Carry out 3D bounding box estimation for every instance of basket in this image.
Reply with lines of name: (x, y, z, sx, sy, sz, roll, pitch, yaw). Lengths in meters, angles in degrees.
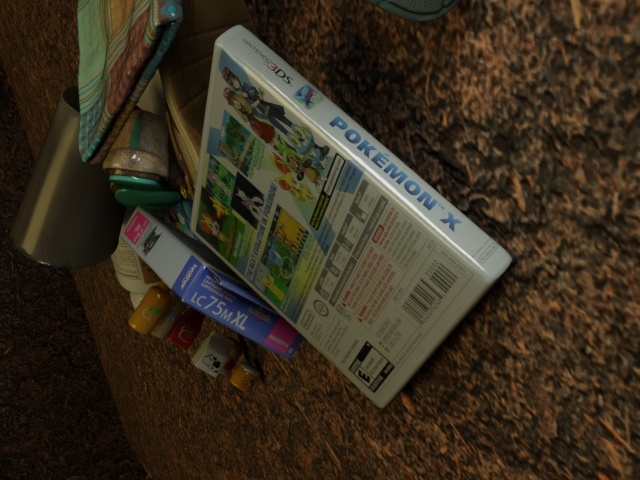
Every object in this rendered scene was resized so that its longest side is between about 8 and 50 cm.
basket: (-0.353, -0.102, 1.308, 0.154, 0.204, 0.227, 26, 114, 3)

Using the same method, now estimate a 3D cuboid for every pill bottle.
pill bottle: (-0.302, 0.023, 1.538, 0.131, 0.131, 0.229, 39, 144, 51)

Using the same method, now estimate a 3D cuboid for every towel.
towel: (-0.218, -0.303, 0.940, 0.271, 0.040, 0.370, -43, 48, 50)

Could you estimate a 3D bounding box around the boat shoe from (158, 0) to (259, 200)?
boat shoe: (-0.134, -0.153, 0.995, 0.123, 0.123, 0.342, 24, 139, 45)

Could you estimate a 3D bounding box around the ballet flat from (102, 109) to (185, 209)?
ballet flat: (-0.228, -0.107, 1.165, 0.316, 0.107, 0.106, 158, 117, -78)

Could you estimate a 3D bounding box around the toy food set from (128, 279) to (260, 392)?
toy food set: (-0.184, 0.140, 1.395, 0.232, 0.104, 0.111, 33, 177, -18)

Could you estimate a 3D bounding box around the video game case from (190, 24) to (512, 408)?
video game case: (0.000, 0.000, 0.826, 0.300, 0.036, 0.329, 42, 152, 11)

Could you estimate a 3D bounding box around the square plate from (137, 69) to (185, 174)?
square plate: (-0.217, -0.263, 1.195, 0.344, 0.049, 0.347, 38, 143, 52)

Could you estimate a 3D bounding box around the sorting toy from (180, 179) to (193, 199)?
sorting toy: (-0.160, -0.083, 1.113, 0.061, 0.042, 0.102, 50, 152, 33)

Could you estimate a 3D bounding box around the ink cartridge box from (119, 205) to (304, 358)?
ink cartridge box: (-0.136, 0.059, 1.156, 0.185, 0.065, 0.311, 34, 177, -35)

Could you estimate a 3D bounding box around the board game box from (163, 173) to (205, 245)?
board game box: (-0.202, -0.033, 1.369, 0.160, 0.047, 0.210, 41, 145, 48)

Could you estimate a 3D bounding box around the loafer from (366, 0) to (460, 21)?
loafer: (-0.011, -0.220, 0.529, 0.096, 0.267, 0.084, -48, 46, 19)
